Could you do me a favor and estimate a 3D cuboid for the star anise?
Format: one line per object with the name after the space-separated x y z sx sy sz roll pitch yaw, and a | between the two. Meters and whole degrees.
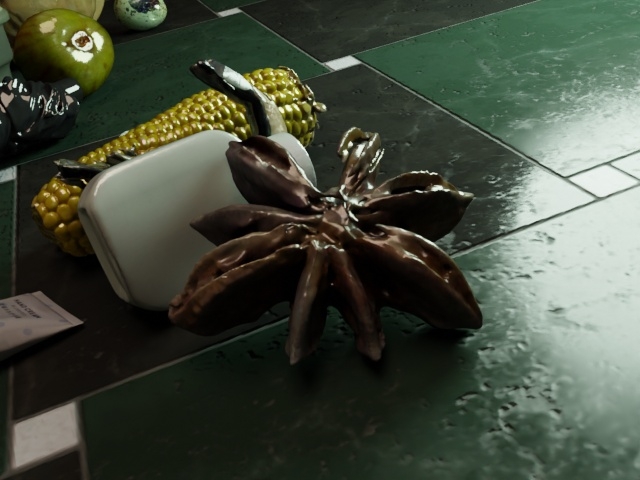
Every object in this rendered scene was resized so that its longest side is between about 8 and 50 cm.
0.000 0.000 0.480 0.236 0.093 0.229 -32 64 -14 | star anise

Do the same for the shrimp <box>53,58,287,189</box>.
-0.119 -0.088 0.595 0.219 0.152 0.046 1 3 -31 | shrimp

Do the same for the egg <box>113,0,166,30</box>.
-0.365 -0.469 1.360 0.110 0.085 0.085 12 38 17 | egg

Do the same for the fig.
-0.414 -0.274 1.044 0.186 0.148 0.142 -36 32 38 | fig

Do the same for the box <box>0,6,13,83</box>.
-0.556 -0.230 0.958 0.274 0.178 0.138 -1 34 15 | box

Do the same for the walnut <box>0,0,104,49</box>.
-0.556 -0.483 1.269 0.285 0.285 0.296 -25 27 -21 | walnut

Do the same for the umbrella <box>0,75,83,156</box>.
-0.415 -0.145 0.848 0.122 0.110 0.272 1 34 34 | umbrella

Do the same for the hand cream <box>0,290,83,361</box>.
-0.271 0.075 0.525 0.142 0.053 0.084 -25 33 -38 | hand cream

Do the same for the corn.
-0.137 -0.083 0.673 0.305 0.106 0.106 -31 37 -24 | corn

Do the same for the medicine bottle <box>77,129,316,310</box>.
-0.094 -0.027 0.551 0.183 0.119 0.069 -28 12 -24 | medicine bottle

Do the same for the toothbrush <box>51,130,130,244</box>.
-0.252 -0.068 0.762 0.022 0.026 0.263 -7 29 7 | toothbrush
